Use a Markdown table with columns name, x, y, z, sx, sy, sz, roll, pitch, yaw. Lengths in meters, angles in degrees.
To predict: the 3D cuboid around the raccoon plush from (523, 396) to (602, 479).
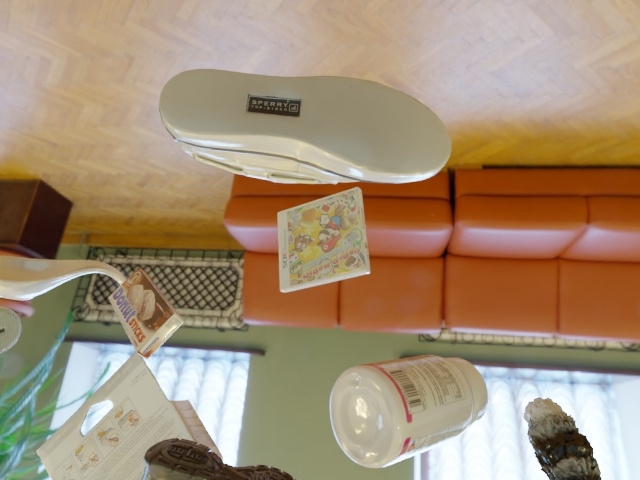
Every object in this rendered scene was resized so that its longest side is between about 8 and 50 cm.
| name | x | y | z | sx | sy | sz | roll | pitch | yaw |
| --- | --- | --- | --- | --- | --- | --- | --- | --- | --- |
| raccoon plush | 0.337 | 0.497 | 0.786 | 0.299 | 0.446 | 0.216 | 0 | 123 | -10 |

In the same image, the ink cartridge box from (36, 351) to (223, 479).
| name | x | y | z | sx | sy | sz | roll | pitch | yaw |
| --- | --- | --- | --- | --- | --- | --- | --- | --- | --- |
| ink cartridge box | -0.365 | 0.405 | 0.901 | 0.296 | 0.261 | 0.066 | -45 | 154 | 3 |

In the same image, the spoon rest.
| name | x | y | z | sx | sy | sz | roll | pitch | yaw |
| --- | --- | --- | --- | --- | --- | --- | --- | --- | --- |
| spoon rest | -0.475 | 0.068 | 0.864 | 0.276 | 0.084 | 0.137 | 18 | -175 | -36 |

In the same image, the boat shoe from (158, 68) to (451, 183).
| name | x | y | z | sx | sy | sz | roll | pitch | yaw |
| --- | --- | --- | --- | --- | --- | --- | --- | --- | --- |
| boat shoe | -0.015 | -0.095 | 0.461 | 0.267 | 0.096 | 0.088 | 4 | 161 | -2 |

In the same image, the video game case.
| name | x | y | z | sx | sy | sz | roll | pitch | yaw |
| --- | --- | --- | --- | --- | --- | --- | --- | --- | --- |
| video game case | 0.000 | 0.000 | 1.107 | 0.227 | 0.206 | 0.026 | -15 | 155 | 26 |

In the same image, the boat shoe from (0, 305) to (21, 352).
| name | x | y | z | sx | sy | sz | roll | pitch | yaw |
| --- | --- | --- | --- | --- | --- | --- | --- | --- | --- |
| boat shoe | -0.434 | 0.114 | 0.479 | 0.076 | 0.083 | 0.226 | 2 | -178 | 28 |

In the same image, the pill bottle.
| name | x | y | z | sx | sy | sz | roll | pitch | yaw |
| --- | --- | --- | --- | --- | --- | --- | --- | --- | --- |
| pill bottle | 0.169 | 0.291 | 0.855 | 0.283 | 0.160 | 0.160 | 5 | 163 | -41 |

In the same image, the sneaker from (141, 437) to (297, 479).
| name | x | y | z | sx | sy | sz | roll | pitch | yaw |
| --- | --- | --- | --- | --- | --- | --- | --- | --- | --- |
| sneaker | -0.129 | 0.392 | 0.686 | 0.286 | 0.130 | 0.109 | 20 | -178 | 3 |

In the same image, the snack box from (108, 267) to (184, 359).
| name | x | y | z | sx | sy | sz | roll | pitch | yaw |
| --- | --- | --- | --- | --- | --- | --- | --- | --- | --- |
| snack box | -0.243 | 0.094 | 0.653 | 0.178 | 0.064 | 0.022 | 27 | 161 | 52 |
